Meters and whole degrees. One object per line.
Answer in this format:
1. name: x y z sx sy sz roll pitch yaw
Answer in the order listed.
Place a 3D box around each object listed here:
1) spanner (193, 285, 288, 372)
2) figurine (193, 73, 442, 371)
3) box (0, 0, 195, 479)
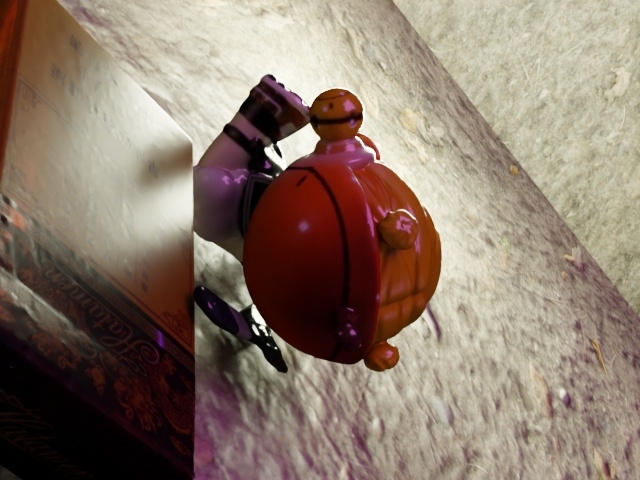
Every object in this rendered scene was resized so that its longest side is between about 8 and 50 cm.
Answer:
1. spanner: -0.076 0.088 1.161 0.087 0.024 0.316 58 1 12
2. figurine: -0.005 0.001 1.231 0.196 0.320 0.323 -21 40 -32
3. box: -0.223 -0.003 0.989 0.264 0.116 0.415 48 26 -42
